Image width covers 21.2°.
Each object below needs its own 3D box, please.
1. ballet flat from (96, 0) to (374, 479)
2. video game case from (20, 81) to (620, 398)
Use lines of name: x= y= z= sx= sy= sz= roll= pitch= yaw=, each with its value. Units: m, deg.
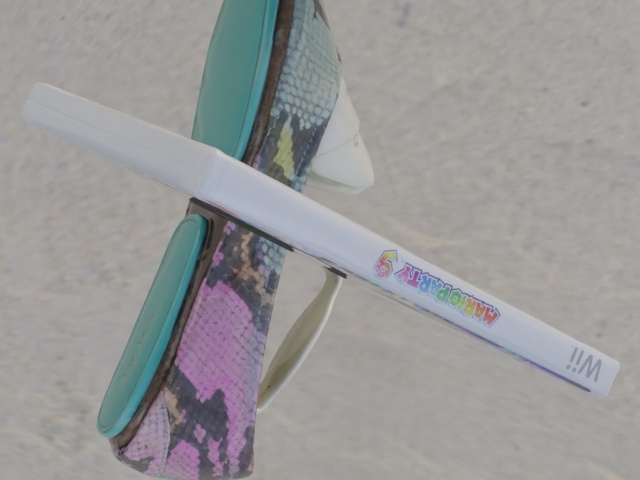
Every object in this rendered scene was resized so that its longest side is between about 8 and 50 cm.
ballet flat: x=-0.024 y=-0.009 z=0.687 sx=0.079 sy=0.077 sz=0.221 roll=18 pitch=84 yaw=-22
video game case: x=0.000 y=0.000 z=0.387 sx=0.122 sy=0.087 sz=0.011 roll=27 pitch=88 yaw=-35
